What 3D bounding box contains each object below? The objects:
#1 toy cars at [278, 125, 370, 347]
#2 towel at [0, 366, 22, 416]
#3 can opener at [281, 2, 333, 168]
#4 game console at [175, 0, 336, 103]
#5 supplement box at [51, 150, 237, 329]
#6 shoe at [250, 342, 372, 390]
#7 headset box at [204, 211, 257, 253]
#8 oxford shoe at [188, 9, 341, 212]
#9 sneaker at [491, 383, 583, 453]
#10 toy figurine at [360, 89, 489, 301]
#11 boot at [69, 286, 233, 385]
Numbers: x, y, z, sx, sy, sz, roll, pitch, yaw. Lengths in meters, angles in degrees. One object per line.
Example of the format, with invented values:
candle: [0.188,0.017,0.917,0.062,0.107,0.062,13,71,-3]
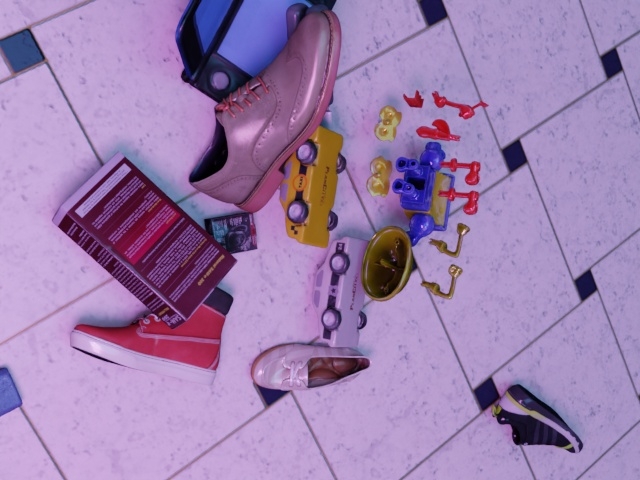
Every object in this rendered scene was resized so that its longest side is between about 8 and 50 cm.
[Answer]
toy cars: [0.000,0.000,1.442,0.176,0.087,0.393,-48,132,-41]
towel: [-0.488,0.229,1.234,0.119,0.029,0.067,-22,103,-26]
can opener: [-0.020,-0.235,1.407,0.093,0.074,0.280,-34,130,-53]
game console: [-0.086,-0.356,1.351,0.250,0.173,0.293,31,78,-27]
supplement box: [-0.256,0.001,1.286,0.239,0.073,0.130,44,59,-8]
shoe: [-0.012,0.213,1.487,0.219,0.058,0.076,-2,93,-30]
headset box: [-0.141,-0.011,1.418,0.083,0.032,0.062,-12,99,-30]
oxford shoe: [-0.084,-0.194,1.310,0.130,0.123,0.348,14,118,-31]
sneaker: [0.424,0.371,1.748,0.235,0.084,0.097,38,98,-25]
toy figurine: [0.202,-0.053,1.523,0.217,0.191,0.362,30,66,-64]
boot: [-0.251,0.113,1.335,0.244,0.088,0.176,18,82,-36]
